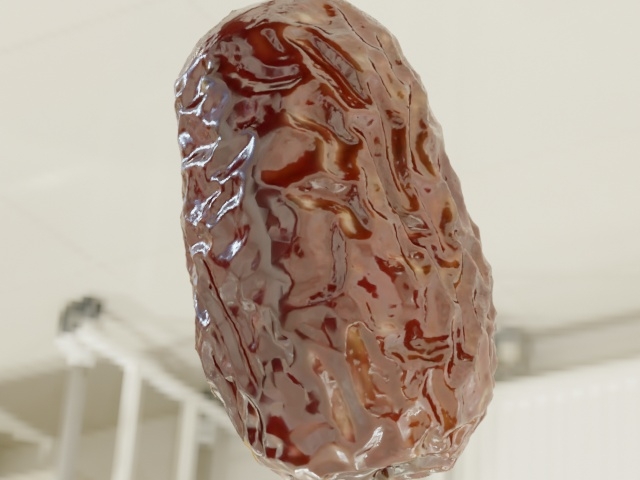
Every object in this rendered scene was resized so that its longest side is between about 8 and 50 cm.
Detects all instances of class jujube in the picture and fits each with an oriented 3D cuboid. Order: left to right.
[{"bbox_3d":[0.000,0.000,0.647,0.109,0.176,0.112,-1,158,-38],"label":"jujube"}]
